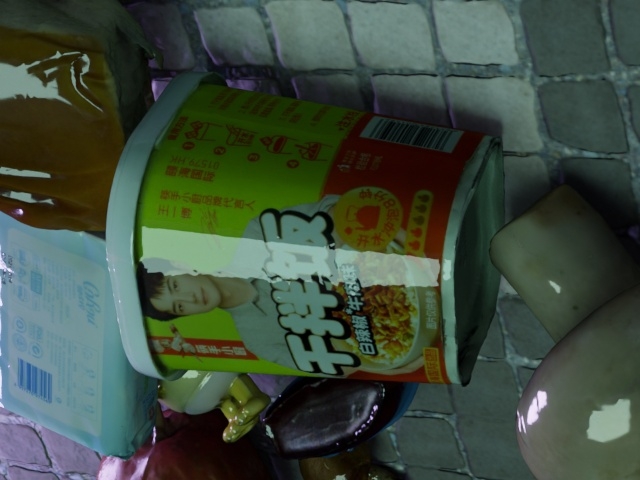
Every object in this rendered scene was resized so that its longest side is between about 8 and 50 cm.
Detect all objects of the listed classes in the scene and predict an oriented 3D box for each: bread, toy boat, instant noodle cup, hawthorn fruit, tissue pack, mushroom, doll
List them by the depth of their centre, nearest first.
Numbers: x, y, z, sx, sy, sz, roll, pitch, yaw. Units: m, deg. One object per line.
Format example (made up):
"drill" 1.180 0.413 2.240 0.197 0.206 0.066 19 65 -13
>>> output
"mushroom" 0.274 0.095 1.600 0.290 0.292 0.292 52 144 31
"instant noodle cup" 0.000 0.000 1.655 0.308 0.294 0.294 7 129 17
"bread" -0.279 -0.153 1.702 0.279 0.225 0.250 16 136 12
"tissue pack" -0.245 0.076 1.839 0.177 0.089 0.263 21 124 23
"toy boat" 0.032 0.164 1.875 0.223 0.097 0.100 -32 92 44
"doll" -0.180 0.097 1.928 0.296 0.117 0.141 33 154 4
"mushroom" 0.036 0.247 1.962 0.129 0.073 0.088 25 94 3
"hawthorn fruit" -0.155 0.281 2.009 0.215 0.215 0.250 -1 127 31
